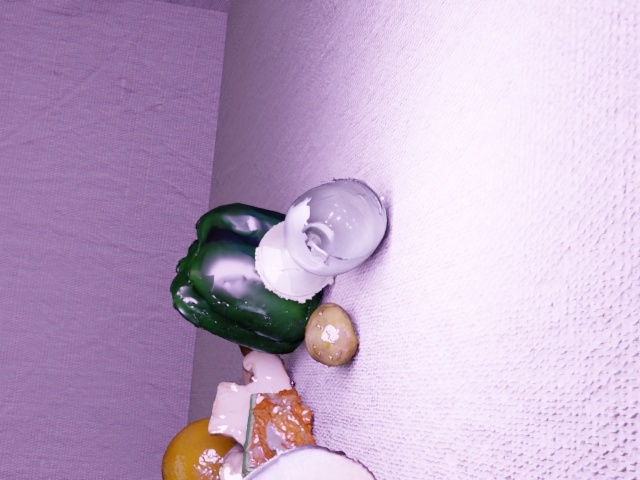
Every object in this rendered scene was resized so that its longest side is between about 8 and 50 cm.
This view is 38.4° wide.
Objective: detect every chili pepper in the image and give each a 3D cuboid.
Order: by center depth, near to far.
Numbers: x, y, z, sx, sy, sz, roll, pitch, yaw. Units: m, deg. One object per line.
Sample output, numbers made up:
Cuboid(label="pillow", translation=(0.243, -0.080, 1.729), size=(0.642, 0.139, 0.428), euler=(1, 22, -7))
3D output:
Cuboid(label="chili pepper", translation=(-0.126, 0.070, 1.639), size=(0.248, 0.257, 0.233), euler=(-99, 32, -54))

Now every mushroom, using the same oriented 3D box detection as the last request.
Cuboid(label="mushroom", translation=(-0.128, 0.359, 1.749), size=(0.151, 0.156, 0.285), euler=(94, -173, -54))

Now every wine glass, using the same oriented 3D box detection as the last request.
Cuboid(label="wine glass", translation=(0.000, 0.000, 1.371), size=(0.321, 0.144, 0.143), euler=(140, 135, -69))

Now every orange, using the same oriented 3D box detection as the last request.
Cuboid(label="orange", translation=(-0.232, 0.490, 1.966), size=(0.236, 0.236, 0.236), euler=(-173, 90, -77))

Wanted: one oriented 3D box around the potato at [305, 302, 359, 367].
Cuboid(label="potato", translation=(0.012, 0.141, 1.377), size=(0.138, 0.070, 0.091), euler=(-158, 76, -77))

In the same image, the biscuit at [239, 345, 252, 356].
Cuboid(label="biscuit", translation=(-0.159, 0.122, 2.153), size=(0.335, 0.078, 0.329), euler=(-120, 35, -73))

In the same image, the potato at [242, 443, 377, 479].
Cuboid(label="potato", translation=(-0.036, 0.410, 1.072), size=(0.196, 0.247, 0.299), euler=(118, 162, -50))

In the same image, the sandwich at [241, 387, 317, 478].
Cuboid(label="sandwich", translation=(-0.074, 0.319, 1.589), size=(0.160, 0.109, 0.184), euler=(109, 163, -50))
